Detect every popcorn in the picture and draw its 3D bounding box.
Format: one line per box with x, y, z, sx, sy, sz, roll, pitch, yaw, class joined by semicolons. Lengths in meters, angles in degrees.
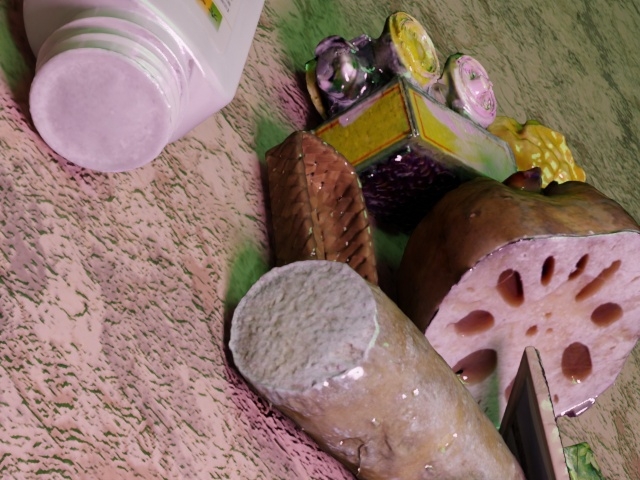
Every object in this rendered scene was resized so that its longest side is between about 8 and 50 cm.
0.219;-0.037;1.763;0.163;0.140;0.194;27;44;-39;popcorn

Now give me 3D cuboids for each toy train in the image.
0.091;-0.110;1.618;0.261;0.134;0.177;24;44;-48;toy train

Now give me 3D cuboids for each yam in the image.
0.068;0.157;1.344;0.330;0.133;0.133;48;30;-29;yam

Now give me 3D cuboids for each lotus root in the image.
0.183;0.036;1.542;0.272;0.272;0.192;34;25;-40;lotus root

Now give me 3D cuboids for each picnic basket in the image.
0.000;0.000;1.445;0.110;0.055;0.193;35;36;-44;picnic basket

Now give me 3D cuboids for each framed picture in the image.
0.197;0.267;1.415;0.213;0.016;0.289;95;-12;-56;framed picture

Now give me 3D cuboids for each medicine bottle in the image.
-0.141;-0.189;1.321;0.179;0.124;0.324;45;29;-24;medicine bottle

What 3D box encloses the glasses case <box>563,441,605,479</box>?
0.277;0.334;1.583;0.095;0.062;0.272;7;58;-64;glasses case
